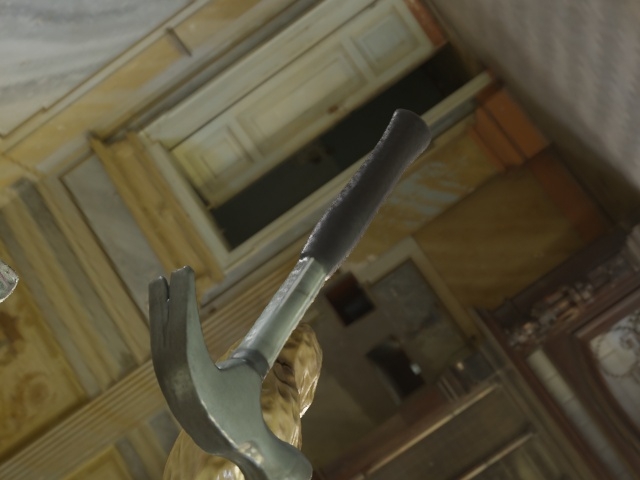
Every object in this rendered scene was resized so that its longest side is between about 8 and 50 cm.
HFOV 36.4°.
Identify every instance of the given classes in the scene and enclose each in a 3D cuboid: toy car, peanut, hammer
[{"bbox_3d":[-0.329,0.022,0.914,0.093,0.041,0.025,38,159,-10],"label":"toy car"},{"bbox_3d":[-0.067,0.167,0.906,0.110,0.196,0.233,24,-146,-4],"label":"peanut"},{"bbox_3d":[0.000,0.000,0.477,0.103,0.029,0.246,51,-136,-19],"label":"hammer"}]
